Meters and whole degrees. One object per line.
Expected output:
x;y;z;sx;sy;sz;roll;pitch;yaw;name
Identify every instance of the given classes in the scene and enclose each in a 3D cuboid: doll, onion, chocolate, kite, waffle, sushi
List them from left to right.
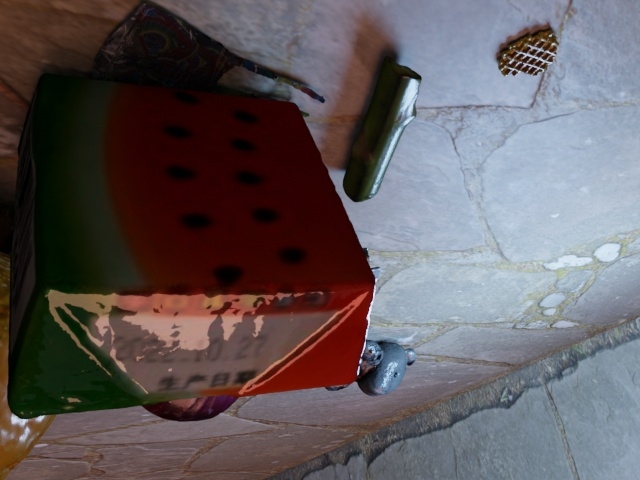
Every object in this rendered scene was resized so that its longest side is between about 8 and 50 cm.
-0.431;-0.016;0.828;0.060;0.061;0.118;-52;-167;-31;sushi
-0.266;0.235;1.205;0.257;0.230;0.272;-2;156;-26;onion
-0.143;-0.018;0.663;0.342;0.360;0.161;1;136;-25;chocolate
-0.123;-0.181;0.737;0.286;0.015;0.152;12;144;-40;kite
0.109;0.378;1.756;0.341;0.158;0.245;12;129;-39;doll
0.282;-0.250;0.836;0.085;0.016;0.078;-14;149;-7;waffle

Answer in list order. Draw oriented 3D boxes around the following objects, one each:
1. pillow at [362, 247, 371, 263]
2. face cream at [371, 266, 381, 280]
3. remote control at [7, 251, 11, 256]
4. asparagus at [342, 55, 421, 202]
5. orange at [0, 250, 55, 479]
0.016;0.092;1.230;0.149;0.050;0.229;-6;150;-8;pillow
-0.011;0.209;1.457;0.235;0.137;0.420;-6;140;-17;face cream
-0.375;0.015;0.864;0.313;0.055;0.109;-31;-176;26;remote control
0.084;-0.150;0.866;0.068;0.059;0.277;9;148;-8;asparagus
-0.467;0.147;0.708;0.341;0.340;0.293;-27;120;18;orange
